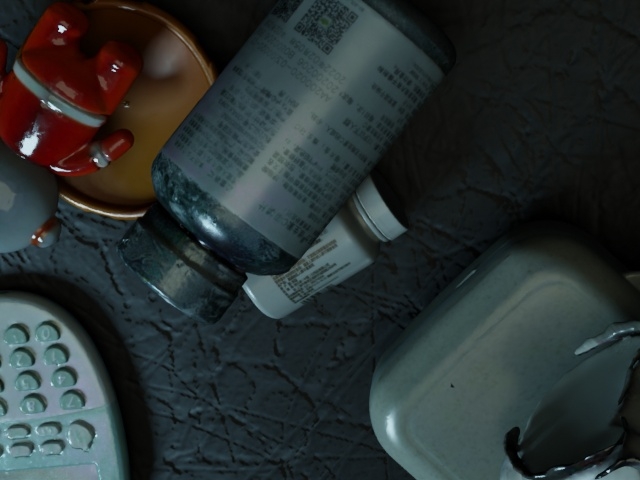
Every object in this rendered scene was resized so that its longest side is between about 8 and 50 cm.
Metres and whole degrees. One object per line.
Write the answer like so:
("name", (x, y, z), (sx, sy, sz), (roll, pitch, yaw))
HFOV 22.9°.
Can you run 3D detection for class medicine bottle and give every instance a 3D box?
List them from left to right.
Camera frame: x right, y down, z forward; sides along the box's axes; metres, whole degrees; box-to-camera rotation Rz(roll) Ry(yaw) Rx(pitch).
("medicine bottle", (-0.033, -0.075, 1.239), (0.141, 0.141, 0.293), (39, 92, -8))
("medicine bottle", (0.000, 0.000, 1.326), (0.140, 0.079, 0.079), (-32, 103, 13))
("medicine bottle", (0.237, 0.173, 1.342), (0.375, 0.123, 0.282), (42, 104, -11))

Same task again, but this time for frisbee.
("frisbee", (-0.167, -0.111, 1.324), (0.192, 0.035, 0.192), (4, 109, 12))

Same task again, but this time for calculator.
("calculator", (-0.265, 0.186, 1.430), (0.184, 0.042, 0.295), (-6, 105, 6))

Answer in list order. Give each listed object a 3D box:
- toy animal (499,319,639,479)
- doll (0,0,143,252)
("toy animal", (0.278, 0.230, 1.206), (0.247, 0.183, 0.310), (-33, 109, 15))
("doll", (-0.241, -0.073, 1.297), (0.142, 0.076, 0.245), (34, 109, 1))
